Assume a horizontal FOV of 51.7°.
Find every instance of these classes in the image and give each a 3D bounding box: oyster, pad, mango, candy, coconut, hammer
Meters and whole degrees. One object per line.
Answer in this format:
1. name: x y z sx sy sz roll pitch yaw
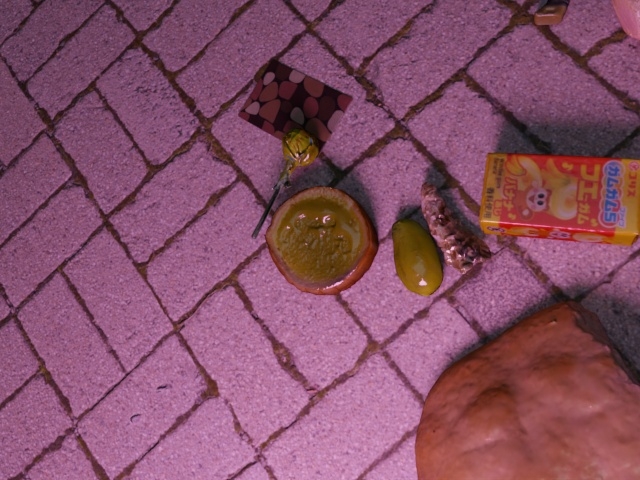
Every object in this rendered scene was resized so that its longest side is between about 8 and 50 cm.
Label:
1. oyster: 0.245 -0.022 1.269 0.199 0.061 0.106 39 71 20
2. pad: -0.060 -0.298 1.482 0.234 0.003 0.158 32 90 23
3. mango: 0.182 0.029 1.285 0.091 0.074 0.165 -28 70 14
4. candy: -0.082 -0.119 1.393 0.077 0.073 0.262 22 77 19
5. coconut: 0.624 -0.451 1.199 0.152 0.147 0.147 -24 71 16
6. candy: 0.438 -0.078 1.211 0.275 0.088 0.146 7 80 20
7. hammer: 0.478 -0.543 1.323 0.158 0.041 0.227 6 80 23

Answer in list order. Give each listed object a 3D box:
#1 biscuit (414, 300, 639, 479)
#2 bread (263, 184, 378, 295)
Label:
1. biscuit: 0.351 0.320 1.073 0.446 0.104 0.430 -28 45 17
2. bread: 0.000 0.000 1.360 0.235 0.070 0.236 -4 78 19
